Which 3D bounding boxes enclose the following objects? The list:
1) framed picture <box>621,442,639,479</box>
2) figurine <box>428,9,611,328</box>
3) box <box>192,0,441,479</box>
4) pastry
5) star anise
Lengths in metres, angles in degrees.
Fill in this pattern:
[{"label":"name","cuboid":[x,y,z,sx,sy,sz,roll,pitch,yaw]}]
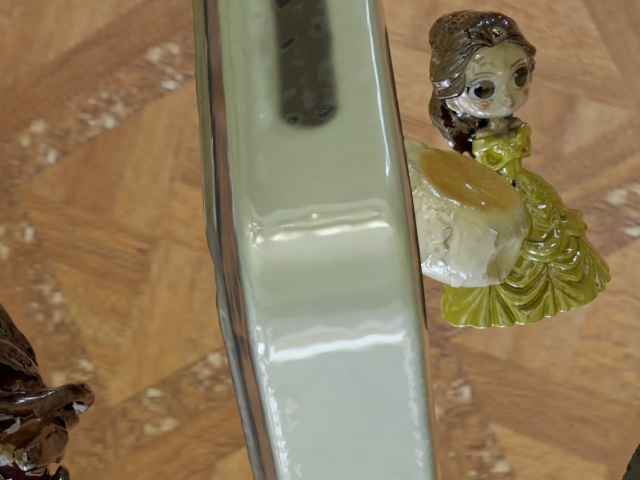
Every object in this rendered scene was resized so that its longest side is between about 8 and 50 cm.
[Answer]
[{"label":"framed picture","cuboid":[0.170,0.251,1.043,0.018,0.265,0.192,9,130,32]},{"label":"figurine","cuboid":[0.189,-0.086,1.875,0.187,0.168,0.315,-11,110,7]},{"label":"box","cuboid":[0.000,0.000,0.856,0.090,0.373,0.367,-6,47,1]},{"label":"pastry","cuboid":[0.121,-0.026,1.685,0.166,0.166,0.088,37,117,21]},{"label":"star anise","cuboid":[-0.225,0.137,1.379,0.102,0.272,0.272,-16,79,-14]}]
